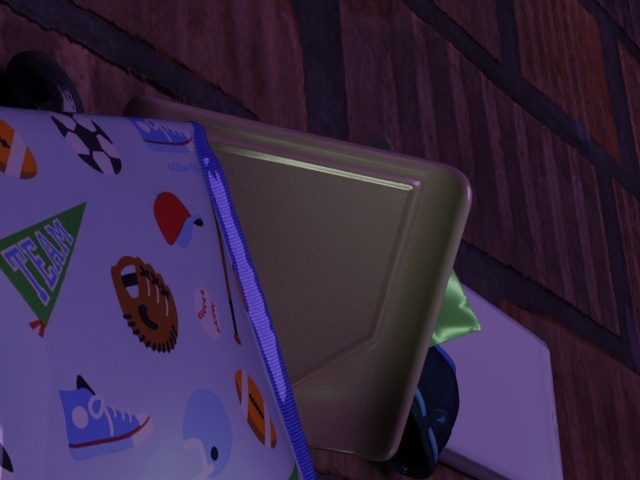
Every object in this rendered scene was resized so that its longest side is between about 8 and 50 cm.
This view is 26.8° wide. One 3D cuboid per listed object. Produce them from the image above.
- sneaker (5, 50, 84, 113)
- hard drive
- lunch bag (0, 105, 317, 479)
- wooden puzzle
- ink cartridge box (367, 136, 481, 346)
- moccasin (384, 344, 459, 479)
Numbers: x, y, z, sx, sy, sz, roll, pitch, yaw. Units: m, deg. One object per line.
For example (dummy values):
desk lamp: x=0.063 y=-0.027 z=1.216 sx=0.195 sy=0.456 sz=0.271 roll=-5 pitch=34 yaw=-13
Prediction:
sneaker: x=-0.193 y=-0.044 z=0.917 sx=0.089 sy=0.051 sz=0.170 roll=-30 pitch=105 yaw=-66
hard drive: x=0.182 y=0.164 z=1.480 sx=0.307 sy=0.040 sz=0.203 roll=33 pitch=48 yaw=-50
lunch bag: x=-0.159 y=0.144 z=0.693 sx=0.328 sy=0.239 sz=0.385 roll=-8 pitch=76 yaw=-63
wooden puzzle: x=-0.038 y=0.030 z=0.918 sx=0.044 sy=0.239 sz=0.221 roll=-109 pitch=-147 yaw=-73
ink cartridge box: x=-0.026 y=0.046 z=0.971 sx=0.171 sy=0.235 sz=0.056 roll=62 pitch=23 yaw=-20
moccasin: x=0.039 y=0.115 z=1.157 sx=0.342 sy=0.138 sz=0.117 roll=37 pitch=49 yaw=-46
